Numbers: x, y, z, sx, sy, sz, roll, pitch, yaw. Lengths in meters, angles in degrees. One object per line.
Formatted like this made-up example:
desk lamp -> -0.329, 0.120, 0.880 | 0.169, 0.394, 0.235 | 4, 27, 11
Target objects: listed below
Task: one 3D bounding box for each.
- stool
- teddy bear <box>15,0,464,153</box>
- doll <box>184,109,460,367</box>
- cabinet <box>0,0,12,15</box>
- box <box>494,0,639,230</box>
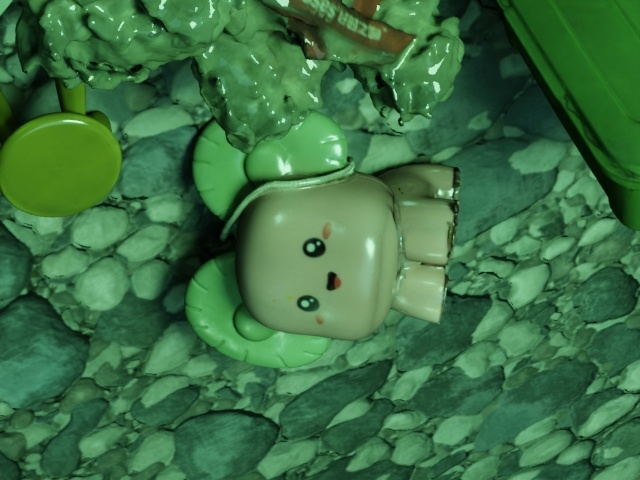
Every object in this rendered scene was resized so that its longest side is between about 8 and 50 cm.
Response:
stool -> -0.242, -0.094, 1.260 | 0.135, 0.110, 0.134 | 14, 124, -33
teddy bear -> -0.063, -0.214, 1.097 | 0.367, 0.224, 0.357 | -36, 136, -37
doll -> 0.000, 0.000, 1.420 | 0.268, 0.216, 0.284 | 8, 112, 2
cabinet -> -0.338, -0.215, 1.044 | 0.150, 0.206, 0.145 | 29, 114, -38
box -> 0.304, -0.181, 1.271 | 0.252, 0.329, 0.178 | -23, 150, -2
